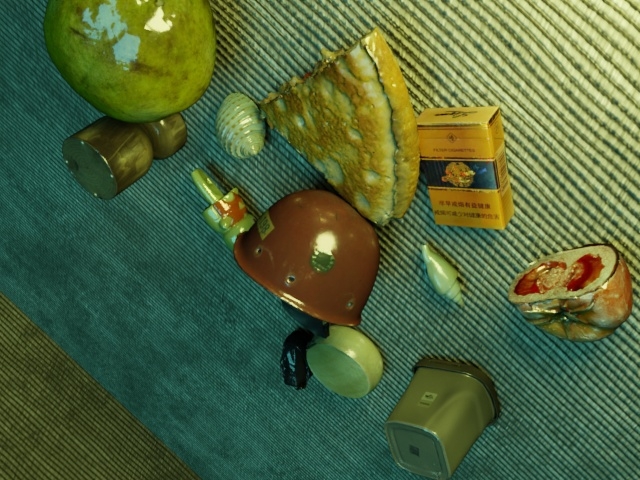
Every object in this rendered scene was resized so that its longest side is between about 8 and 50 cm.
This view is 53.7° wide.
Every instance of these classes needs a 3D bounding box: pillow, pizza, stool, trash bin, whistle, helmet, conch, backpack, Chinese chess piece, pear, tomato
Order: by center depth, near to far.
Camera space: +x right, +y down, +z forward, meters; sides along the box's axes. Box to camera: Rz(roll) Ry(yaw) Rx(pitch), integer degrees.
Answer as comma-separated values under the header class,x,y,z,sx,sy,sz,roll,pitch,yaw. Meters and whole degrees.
class,x,y,z,sx,sy,sz,roll,pitch,yaw
tomato,0.491,0.116,1.202,0.214,0.181,0.155,-15,119,50
pizza,0.030,-0.259,1.295,0.406,0.130,0.440,27,146,34
pear,-0.382,-0.425,1.314,0.352,0.352,0.413,48,146,-6
helmet,0.000,0.000,1.433,0.337,0.385,0.230,27,107,-17
conch,0.277,0.081,1.438,0.065,0.088,0.180,-33,97,5
conch,-0.194,-0.265,1.480,0.153,0.102,0.135,43,126,0
trash bin,0.298,0.449,1.594,0.220,0.250,0.219,0,118,39
stool,-0.493,-0.244,1.607,0.179,0.264,0.179,23,136,23
whistle,-0.245,-0.071,1.678,0.106,0.131,0.288,-31,101,19
pillow,-0.047,0.139,1.696,0.186,0.106,0.250,38,150,33
Chinese chess piece,0.068,0.343,1.808,0.238,0.092,0.238,23,137,22
backpack,-0.068,0.354,1.912,0.106,0.120,0.165,8,113,31

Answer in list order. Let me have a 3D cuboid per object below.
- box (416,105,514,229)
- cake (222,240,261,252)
class,x,y,z,sx,sy,sz,roll,pitch,yaw
box,0.281,-0.138,1.227,0.152,0.070,0.237,6,127,36
cake,-0.206,0.016,1.793,0.140,0.055,0.051,33,141,-16
